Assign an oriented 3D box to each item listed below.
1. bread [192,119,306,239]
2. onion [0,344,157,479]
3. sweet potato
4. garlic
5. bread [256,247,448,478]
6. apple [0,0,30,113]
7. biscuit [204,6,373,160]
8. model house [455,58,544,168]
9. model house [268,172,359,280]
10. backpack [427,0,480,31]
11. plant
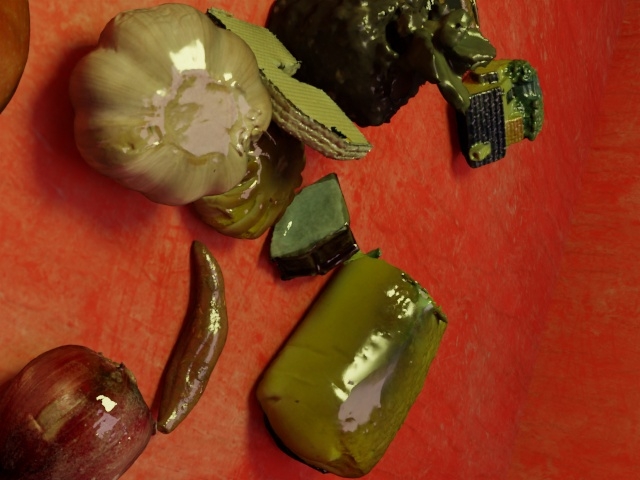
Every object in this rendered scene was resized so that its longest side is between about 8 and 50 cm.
[{"bbox_3d":[-0.090,-0.103,0.937,0.213,0.104,0.213,-21,114,-56],"label":"bread"},{"bbox_3d":[-0.271,0.203,0.698,0.195,0.159,0.159,-45,133,-26],"label":"onion"},{"bbox_3d":[-0.165,0.132,0.919,0.078,0.058,0.255,20,75,-35],"label":"sweet potato"},{"bbox_3d":[-0.169,-0.151,0.759,0.228,0.152,0.228,-7,102,-38],"label":"garlic"},{"bbox_3d":[0.063,0.214,1.156,0.376,0.208,0.251,-51,131,-32],"label":"bread"},{"bbox_3d":[-0.322,-0.167,0.488,0.230,0.230,0.230,-17,111,-54],"label":"apple"},{"bbox_3d":[-0.045,-0.198,0.887,0.046,0.250,0.147,-48,165,24],"label":"biscuit"},{"bbox_3d":[0.395,-0.288,1.557,0.211,0.170,0.194,-46,135,-40],"label":"model house"},{"bbox_3d":[-0.006,0.004,1.105,0.165,0.106,0.152,-31,144,-6],"label":"model house"},{"bbox_3d":[0.194,-0.493,1.261,0.206,0.133,0.258,-26,112,-41],"label":"backpack"},{"bbox_3d":[0.096,-0.285,0.989,0.215,0.312,0.213,-51,133,-34],"label":"plant"}]
